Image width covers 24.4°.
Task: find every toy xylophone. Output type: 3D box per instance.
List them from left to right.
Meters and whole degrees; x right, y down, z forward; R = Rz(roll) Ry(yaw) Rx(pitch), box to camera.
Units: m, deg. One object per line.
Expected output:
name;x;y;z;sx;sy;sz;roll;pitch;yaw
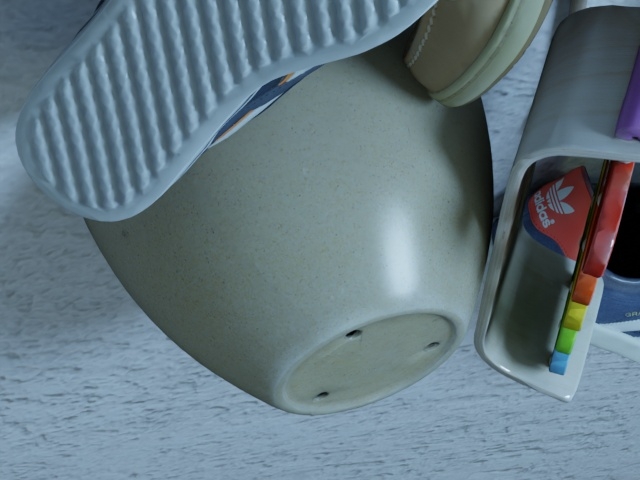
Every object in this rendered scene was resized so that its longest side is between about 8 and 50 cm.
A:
toy xylophone;0.172;-0.044;0.984;0.081;0.236;0.323;16;156;9

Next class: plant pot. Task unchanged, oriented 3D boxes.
plant pot;0.000;0.000;0.968;0.284;0.191;0.284;-18;151;-10

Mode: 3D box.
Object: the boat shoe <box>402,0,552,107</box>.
boat shoe;0.088;-0.193;0.765;0.110;0.122;0.341;21;150;-2

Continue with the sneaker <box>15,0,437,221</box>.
sneaker;-0.030;-0.138;0.752;0.321;0.126;0.127;-33;-164;35

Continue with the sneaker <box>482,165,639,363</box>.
sneaker;0.305;0.025;1.263;0.350;0.131;0.148;13;137;-33
